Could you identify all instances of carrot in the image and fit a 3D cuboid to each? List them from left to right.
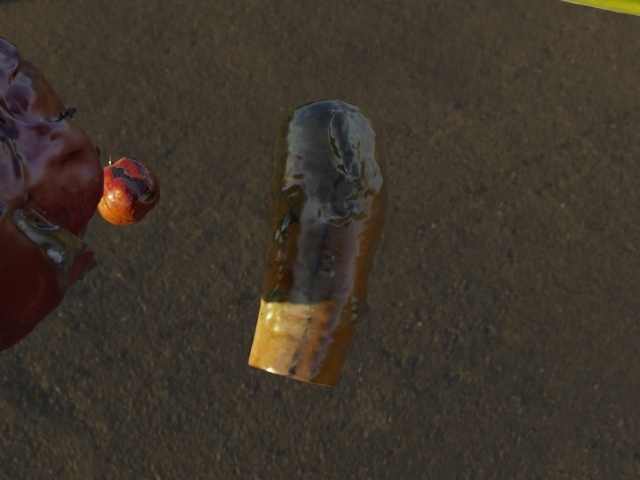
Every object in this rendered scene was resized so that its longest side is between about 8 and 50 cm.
[{"bbox_3d":[0.000,0.000,1.015,0.138,0.139,0.302,10,85,3],"label":"carrot"}]

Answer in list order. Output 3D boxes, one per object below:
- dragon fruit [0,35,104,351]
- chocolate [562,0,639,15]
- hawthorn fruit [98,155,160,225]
[{"bbox_3d":[-0.350,-0.030,0.816,0.329,0.329,0.329,3,47,-3],"label":"dragon fruit"},{"bbox_3d":[0.123,-0.273,0.509,0.137,0.289,0.301,17,14,-24],"label":"chocolate"},{"bbox_3d":[-0.252,-0.067,1.206,0.093,0.093,0.093,3,47,-3],"label":"hawthorn fruit"}]
